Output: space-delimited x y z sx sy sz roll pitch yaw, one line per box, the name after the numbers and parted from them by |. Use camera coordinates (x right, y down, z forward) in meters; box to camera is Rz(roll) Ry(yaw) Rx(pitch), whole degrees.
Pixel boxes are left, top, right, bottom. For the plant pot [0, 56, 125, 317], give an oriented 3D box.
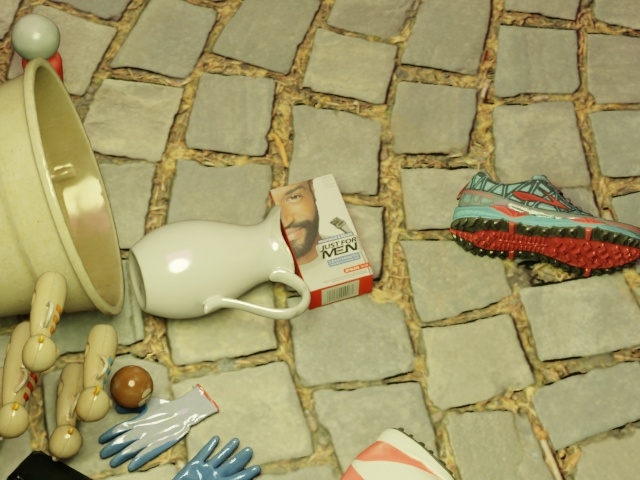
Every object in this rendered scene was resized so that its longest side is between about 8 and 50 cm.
-0.442 -0.027 1.720 0.305 0.334 0.334 -16 60 2 | plant pot

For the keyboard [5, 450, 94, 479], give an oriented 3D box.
-0.297 0.330 1.648 0.192 0.038 0.100 24 44 21 | keyboard

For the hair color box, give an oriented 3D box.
0.000 0.000 1.844 0.093 0.053 0.167 -16 59 -10 | hair color box

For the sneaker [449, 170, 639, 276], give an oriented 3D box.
0.311 -0.038 1.848 0.261 0.104 0.125 11 57 5 | sneaker

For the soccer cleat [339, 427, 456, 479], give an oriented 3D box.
0.149 0.338 1.580 0.116 0.109 0.318 -38 47 -20 | soccer cleat

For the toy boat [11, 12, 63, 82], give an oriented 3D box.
-0.506 -0.211 1.903 0.318 0.148 0.267 -24 62 -15 | toy boat

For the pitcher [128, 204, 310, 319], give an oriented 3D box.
-0.128 0.046 1.767 0.207 0.125 0.178 -12 46 -18 | pitcher

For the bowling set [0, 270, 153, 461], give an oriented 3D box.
-0.292 0.184 1.633 0.199 0.287 0.154 17 48 -16 | bowling set

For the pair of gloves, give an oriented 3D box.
-0.177 0.263 1.697 0.159 0.023 0.198 -29 64 -18 | pair of gloves
